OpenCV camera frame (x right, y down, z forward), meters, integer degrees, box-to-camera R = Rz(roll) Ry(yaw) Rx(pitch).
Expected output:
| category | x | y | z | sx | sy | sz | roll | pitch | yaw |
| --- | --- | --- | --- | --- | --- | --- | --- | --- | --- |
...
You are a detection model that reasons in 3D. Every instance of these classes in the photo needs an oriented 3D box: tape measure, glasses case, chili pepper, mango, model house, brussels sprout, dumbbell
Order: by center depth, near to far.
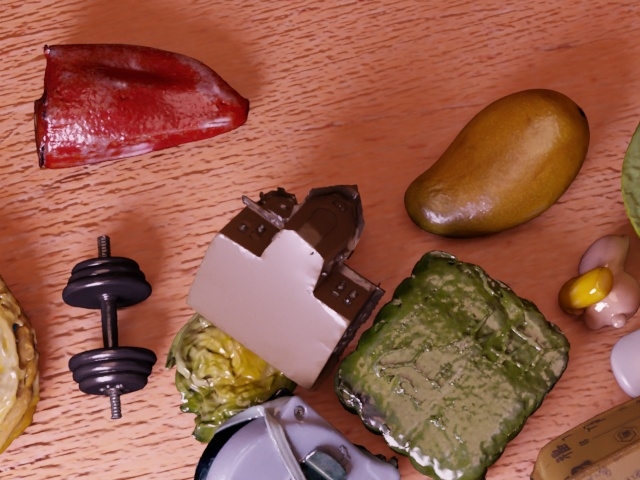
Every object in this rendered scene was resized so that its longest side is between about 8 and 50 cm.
| category | x | y | z | sx | sy | sz | roll | pitch | yaw |
| --- | --- | --- | --- | --- | --- | --- | --- | --- | --- |
| tape measure | -0.035 | 0.257 | 1.258 | 0.182 | 0.107 | 0.181 | 37 | 79 | -27 |
| model house | 0.000 | 0.000 | 1.321 | 0.181 | 0.176 | 0.248 | 34 | 36 | 3 |
| glasses case | 0.410 | 0.111 | 1.332 | 0.197 | 0.049 | 0.076 | -22 | 72 | -3 |
| brussels sprout | -0.085 | 0.129 | 1.339 | 0.139 | 0.100 | 0.181 | 27 | 50 | 13 |
| dumbbell | -0.233 | 0.094 | 1.359 | 0.099 | 0.099 | 0.208 | -8 | 71 | 2 |
| mango | 0.202 | -0.080 | 1.387 | 0.228 | 0.099 | 0.136 | -34 | 77 | 2 |
| chili pepper | -0.211 | -0.166 | 1.449 | 0.253 | 0.136 | 0.144 | -4 | 27 | -8 |

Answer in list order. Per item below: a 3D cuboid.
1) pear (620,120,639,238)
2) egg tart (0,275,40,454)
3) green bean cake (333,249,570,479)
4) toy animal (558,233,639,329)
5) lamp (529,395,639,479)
| category | x | y | z | sx | sy | sz | roll | pitch | yaw |
| --- | --- | --- | --- | --- | --- | --- | --- | --- | --- |
| pear | 0.459 | -0.080 | 1.353 | 0.288 | 0.139 | 0.239 | -15 | 57 | 4 |
| egg tart | -0.443 | 0.144 | 1.359 | 0.291 | 0.107 | 0.290 | 0 | 77 | 2 |
| green bean cake | 0.137 | 0.139 | 1.311 | 0.200 | 0.113 | 0.214 | 38 | 78 | 15 |
| toy animal | 0.314 | 0.055 | 1.351 | 0.082 | 0.091 | 0.114 | 34 | 46 | -4 |
| lamp | 0.315 | 0.246 | 1.244 | 0.185 | 0.161 | 0.161 | -23 | 72 | -4 |
